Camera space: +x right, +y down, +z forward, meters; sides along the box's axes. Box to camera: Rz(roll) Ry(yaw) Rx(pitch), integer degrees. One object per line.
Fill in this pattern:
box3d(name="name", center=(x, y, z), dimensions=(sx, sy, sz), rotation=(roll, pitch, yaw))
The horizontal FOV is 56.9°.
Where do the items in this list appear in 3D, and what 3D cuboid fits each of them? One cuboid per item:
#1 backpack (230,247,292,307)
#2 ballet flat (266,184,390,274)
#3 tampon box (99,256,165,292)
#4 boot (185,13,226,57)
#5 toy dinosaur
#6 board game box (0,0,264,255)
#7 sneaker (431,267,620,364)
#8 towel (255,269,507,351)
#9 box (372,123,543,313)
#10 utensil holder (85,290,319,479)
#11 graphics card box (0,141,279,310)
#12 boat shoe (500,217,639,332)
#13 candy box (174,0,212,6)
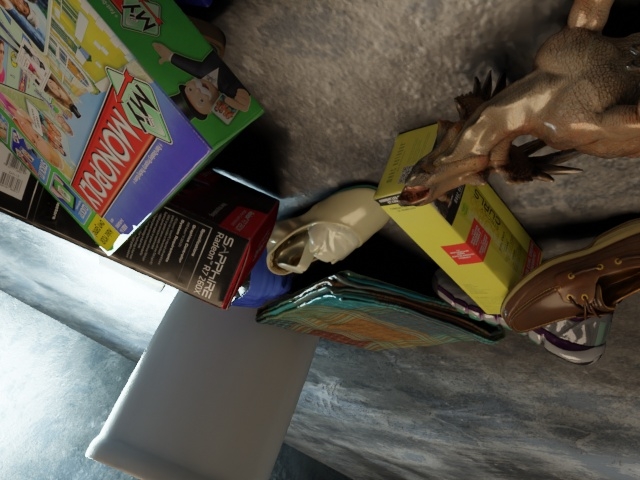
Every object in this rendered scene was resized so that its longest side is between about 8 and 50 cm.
box3d(name="backpack", center=(-0.094, 0.048, 0.930), dimensions=(0.101, 0.098, 0.120), rotation=(0, 161, -22))
box3d(name="ballet flat", center=(0.000, 0.000, 0.777), dimensions=(0.086, 0.086, 0.248), rotation=(34, 151, -22))
box3d(name="tampon box", center=(-0.287, 0.000, 0.979), dimensions=(0.120, 0.102, 0.161), rotation=(27, 153, -9))
box3d(name="boot", center=(-0.157, -0.127, 0.518), dimensions=(0.112, 0.115, 0.305), rotation=(12, 180, -21))
box3d(name="toy dinosaur", center=(0.209, -0.094, 0.406), dimensions=(0.295, 0.127, 0.200), rotation=(6, 159, 7))
box3d(name="board game box", center=(-0.184, -0.107, 0.430), dimensions=(0.214, 0.046, 0.317), rotation=(50, 150, -10))
box3d(name="sneaker", center=(0.250, 0.061, 0.734), dimensions=(0.223, 0.083, 0.098), rotation=(24, 117, 27))
box3d(name="towel", center=(0.071, 0.129, 0.925), dimensions=(0.271, 0.040, 0.370), rotation=(18, 160, -18))
box3d(name="box", center=(0.154, -0.013, 0.627), dimensions=(0.058, 0.087, 0.232), rotation=(-7, 140, 45))
box3d(name="utensil holder", center=(-0.201, 0.291, 1.136), dimensions=(0.327, 0.386, 0.328), rotation=(18, 153, 10))
box3d(name="graphics card box", center=(-0.241, -0.064, 0.704), dimensions=(0.370, 0.094, 0.233), rotation=(23, -165, -1))
box3d(name="boat shoe", center=(0.264, 0.046, 0.590), dimensions=(0.178, 0.060, 0.064), rotation=(-34, 127, 22))
box3d(name="candy box", center=(-0.224, -0.297, 0.355), dimensions=(0.316, 0.122, 0.268), rotation=(12, 153, 18))
